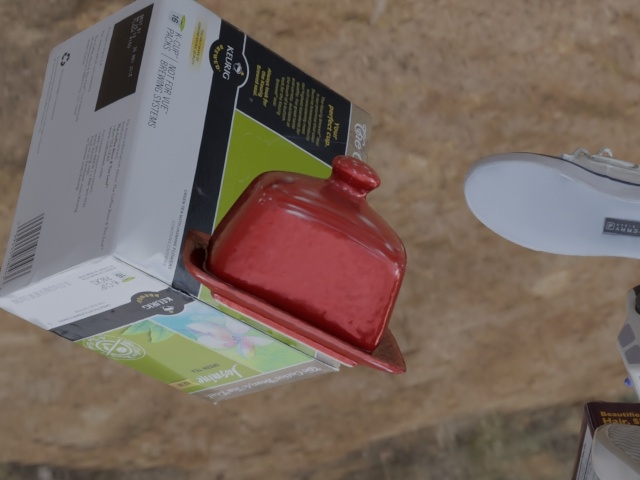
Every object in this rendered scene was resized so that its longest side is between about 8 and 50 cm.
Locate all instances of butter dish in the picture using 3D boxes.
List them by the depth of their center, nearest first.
[{"bbox_3d":[0.000,0.000,1.030,0.160,0.160,0.118,26,98,-6],"label":"butter dish"}]

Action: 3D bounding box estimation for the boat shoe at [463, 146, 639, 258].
[{"bbox_3d":[0.380,-0.067,2.136,0.367,0.156,0.135,8,118,6],"label":"boat shoe"}]

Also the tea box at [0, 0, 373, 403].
[{"bbox_3d":[-0.139,-0.039,1.708,0.324,0.329,0.220,30,146,-35],"label":"tea box"}]

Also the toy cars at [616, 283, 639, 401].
[{"bbox_3d":[0.351,0.214,1.440,0.087,0.393,0.176,-23,159,7],"label":"toy cars"}]

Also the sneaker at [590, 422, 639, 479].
[{"bbox_3d":[0.182,0.189,0.802,0.094,0.256,0.151,7,102,-1],"label":"sneaker"}]

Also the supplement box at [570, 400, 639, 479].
[{"bbox_3d":[0.222,0.189,0.945,0.104,0.188,0.080,0,129,-5],"label":"supplement box"}]
